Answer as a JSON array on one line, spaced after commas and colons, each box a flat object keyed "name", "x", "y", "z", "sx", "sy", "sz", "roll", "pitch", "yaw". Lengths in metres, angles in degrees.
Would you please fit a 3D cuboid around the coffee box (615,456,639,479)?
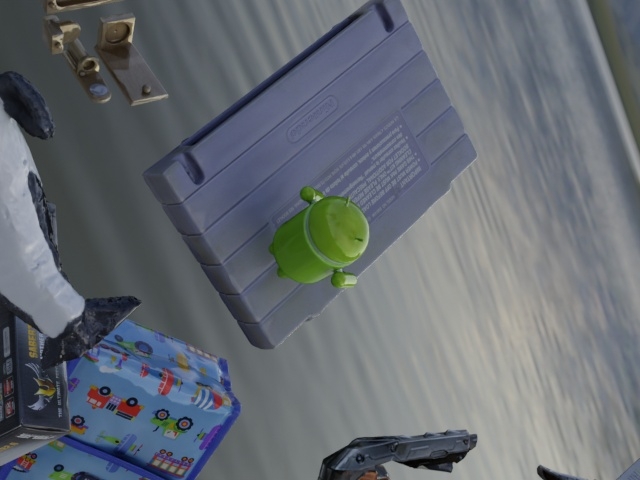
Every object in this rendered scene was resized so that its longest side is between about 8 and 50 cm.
[{"name": "coffee box", "x": 0.351, "y": 0.430, "z": 1.384, "sx": 0.119, "sy": 0.297, "sz": 0.168, "roll": 44, "pitch": -35, "yaw": 23}]

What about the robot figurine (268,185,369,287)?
[{"name": "robot figurine", "x": 0.000, "y": 0.000, "z": 1.007, "sx": 0.067, "sy": 0.115, "sz": 0.101, "roll": -10, "pitch": 75, "yaw": -39}]

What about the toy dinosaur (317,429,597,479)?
[{"name": "toy dinosaur", "x": 0.005, "y": 0.201, "z": 0.521, "sx": 0.164, "sy": 0.322, "sz": 0.218, "roll": -40, "pitch": 124, "yaw": -71}]

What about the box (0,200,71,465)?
[{"name": "box", "x": -0.316, "y": 0.094, "z": 0.994, "sx": 0.056, "sy": 0.183, "sz": 0.231, "roll": 21, "pitch": 51, "yaw": -47}]

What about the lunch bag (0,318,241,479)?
[{"name": "lunch bag", "x": -0.273, "y": 0.258, "z": 1.350, "sx": 0.221, "sy": 0.293, "sz": 0.138, "roll": 25, "pitch": 15, "yaw": -22}]

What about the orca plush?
[{"name": "orca plush", "x": -0.231, "y": -0.055, "z": 0.774, "sx": 0.287, "sy": 0.151, "sz": 0.102, "roll": 48, "pitch": 16, "yaw": -16}]

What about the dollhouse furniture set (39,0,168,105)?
[{"name": "dollhouse furniture set", "x": -0.287, "y": -0.271, "z": 1.431, "sx": 0.123, "sy": 0.144, "sz": 0.151, "roll": 55, "pitch": -34, "yaw": 27}]

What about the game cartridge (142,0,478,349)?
[{"name": "game cartridge", "x": 0.005, "y": -0.077, "z": 1.135, "sx": 0.355, "sy": 0.068, "sz": 0.230, "roll": -42, "pitch": 118, "yaw": -28}]
